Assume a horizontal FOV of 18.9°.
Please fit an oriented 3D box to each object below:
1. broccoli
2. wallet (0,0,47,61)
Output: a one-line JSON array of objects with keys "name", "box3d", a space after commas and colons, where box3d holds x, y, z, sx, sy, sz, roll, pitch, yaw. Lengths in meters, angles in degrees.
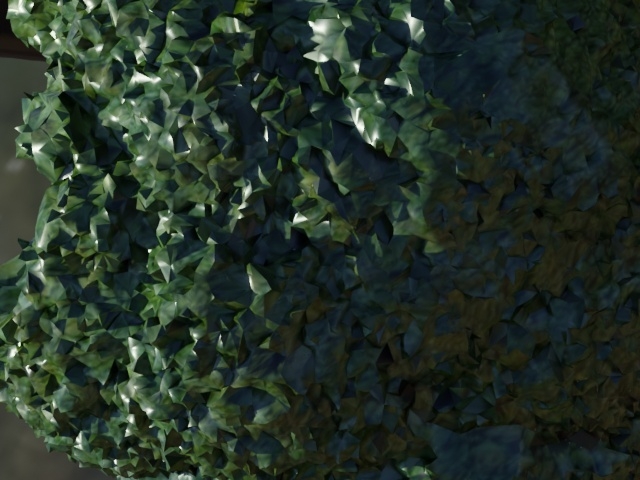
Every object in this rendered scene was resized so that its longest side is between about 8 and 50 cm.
[{"name": "broccoli", "box3d": [0.024, -0.027, 0.803, 0.310, 0.413, 0.321, -41, 16, 35]}, {"name": "wallet", "box3d": [-0.340, -0.259, 1.443, 0.062, 0.406, 0.228, -153, 68, -64]}]
